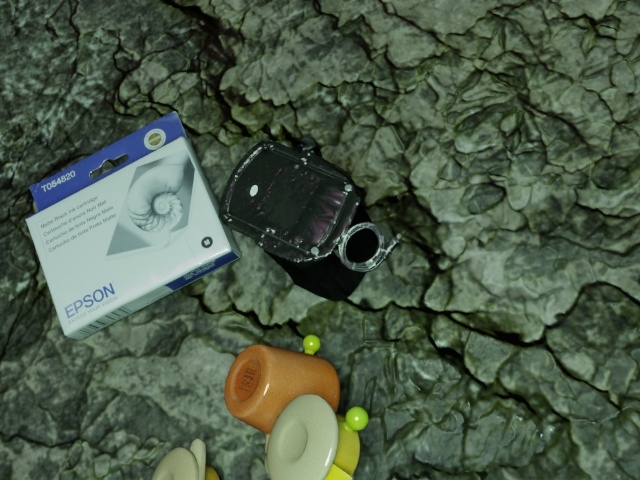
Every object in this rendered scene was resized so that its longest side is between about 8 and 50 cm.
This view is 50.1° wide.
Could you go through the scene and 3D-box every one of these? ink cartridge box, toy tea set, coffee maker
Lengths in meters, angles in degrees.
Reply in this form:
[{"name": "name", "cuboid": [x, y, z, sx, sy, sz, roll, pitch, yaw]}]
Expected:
[{"name": "ink cartridge box", "cuboid": [-0.237, -0.029, 0.824, 0.223, 0.045, 0.224, -28, 70, 2]}, {"name": "toy tea set", "cuboid": [-0.065, 0.257, 0.677, 0.336, 0.124, 0.200, -53, 36, 12]}, {"name": "coffee maker", "cuboid": [0.000, 0.000, 0.699, 0.120, 0.178, 0.171, -40, 68, 0]}]
